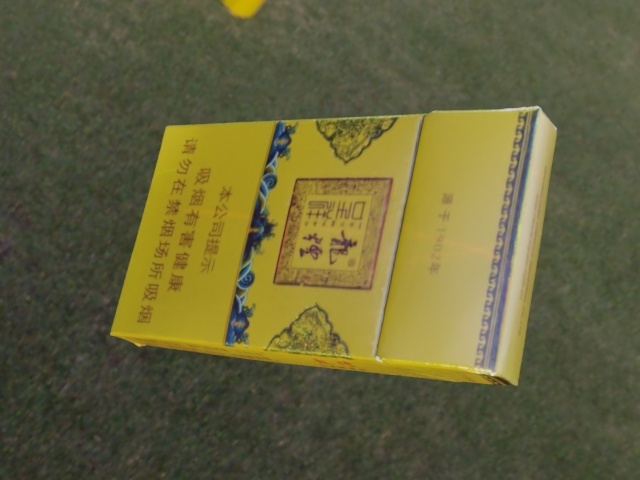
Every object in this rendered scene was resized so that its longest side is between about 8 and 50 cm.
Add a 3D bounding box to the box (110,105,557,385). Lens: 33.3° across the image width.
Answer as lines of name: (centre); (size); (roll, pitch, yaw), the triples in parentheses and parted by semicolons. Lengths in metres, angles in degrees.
box: (-0.001, 0.000, 0.661); (0.041, 0.279, 0.153); (33, 65, -52)
